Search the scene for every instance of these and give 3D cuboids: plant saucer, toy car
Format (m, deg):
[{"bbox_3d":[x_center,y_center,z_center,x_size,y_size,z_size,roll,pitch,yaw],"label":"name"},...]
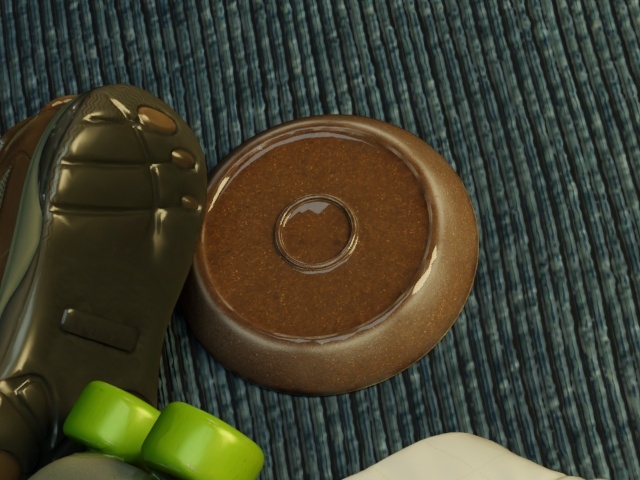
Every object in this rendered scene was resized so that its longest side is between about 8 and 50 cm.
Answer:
[{"bbox_3d":[0.000,0.000,1.008,0.168,0.029,0.168,-4,63,8],"label":"plant saucer"},{"bbox_3d":[-0.055,0.181,0.866,0.149,0.188,0.155,6,63,56],"label":"toy car"}]

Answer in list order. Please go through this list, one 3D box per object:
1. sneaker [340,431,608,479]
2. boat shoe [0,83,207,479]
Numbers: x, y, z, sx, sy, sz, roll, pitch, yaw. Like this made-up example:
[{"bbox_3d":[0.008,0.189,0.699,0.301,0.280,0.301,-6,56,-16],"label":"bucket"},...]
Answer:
[{"bbox_3d":[0.023,0.199,0.746,0.169,0.108,0.292,19,52,41],"label":"sneaker"},{"bbox_3d":[-0.154,0.078,0.963,0.120,0.122,0.324,3,70,48],"label":"boat shoe"}]
